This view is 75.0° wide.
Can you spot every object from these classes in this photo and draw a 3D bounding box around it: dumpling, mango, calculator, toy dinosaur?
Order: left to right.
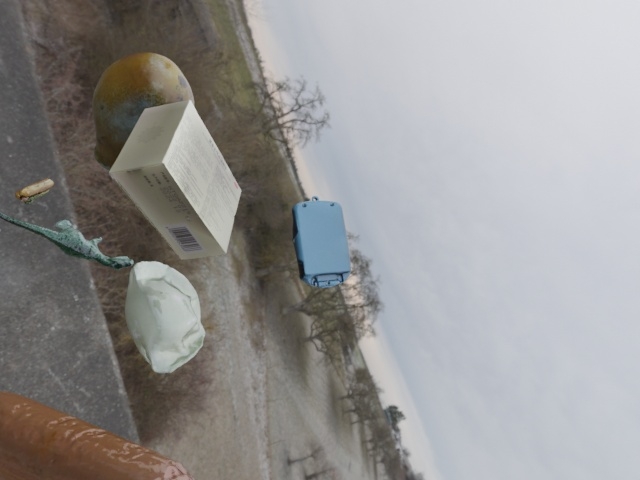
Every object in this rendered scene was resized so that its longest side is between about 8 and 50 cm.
[{"bbox_3d":[-0.652,-0.016,1.038,0.383,0.076,0.129,24,-4,-15],"label":"toy dinosaur"},{"bbox_3d":[-0.384,-0.247,0.878,0.192,0.316,0.146,33,36,-21],"label":"mango"},{"bbox_3d":[-0.345,0.165,0.953,0.179,0.131,0.252,-12,77,-53],"label":"dumpling"},{"bbox_3d":[0.000,0.000,1.280,0.051,0.172,0.293,133,-49,-69],"label":"calculator"}]

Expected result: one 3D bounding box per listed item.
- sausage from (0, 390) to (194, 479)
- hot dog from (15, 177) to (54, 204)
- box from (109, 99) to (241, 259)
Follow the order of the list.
[{"bbox_3d":[-0.259,0.234,0.431,0.086,0.289,0.086,12,90,-73],"label":"sausage"},{"bbox_3d":[-0.740,-0.125,1.085,0.041,0.056,0.133,62,10,-20],"label":"hot dog"},{"bbox_3d":[-0.227,-0.098,0.706,0.212,0.095,0.168,68,21,-47],"label":"box"}]
